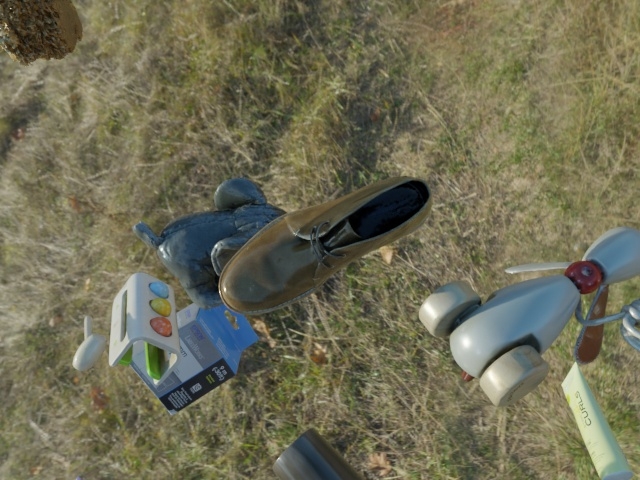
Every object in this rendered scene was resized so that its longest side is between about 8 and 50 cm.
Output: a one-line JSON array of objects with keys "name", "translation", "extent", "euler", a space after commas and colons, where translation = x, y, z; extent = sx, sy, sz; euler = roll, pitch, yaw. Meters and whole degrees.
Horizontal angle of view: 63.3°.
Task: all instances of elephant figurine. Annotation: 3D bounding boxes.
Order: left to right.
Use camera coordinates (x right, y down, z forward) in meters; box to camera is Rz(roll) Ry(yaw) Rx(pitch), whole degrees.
[{"name": "elephant figurine", "translation": [-0.118, -0.011, 0.808], "extent": [0.239, 0.186, 0.169], "euler": [-28, 88, 23]}]

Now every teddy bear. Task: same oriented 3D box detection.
[{"name": "teddy bear", "translation": [-0.433, -0.406, 0.674], "extent": [0.113, 0.338, 0.245], "euler": [-7, 58, -1]}]

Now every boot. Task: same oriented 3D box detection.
[{"name": "boot", "translation": [0.000, 0.000, 0.652], "extent": [0.305, 0.115, 0.112], "euler": [-29, 88, 2]}]

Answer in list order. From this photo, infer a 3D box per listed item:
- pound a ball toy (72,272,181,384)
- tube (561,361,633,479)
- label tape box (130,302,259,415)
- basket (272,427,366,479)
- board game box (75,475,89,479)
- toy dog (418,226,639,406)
[{"name": "pound a ball toy", "translation": [-0.428, 0.184, 1.197], "extent": [0.136, 0.208, 0.319], "euler": [-50, 30, 9]}, {"name": "tube", "translation": [0.571, 0.384, 1.097], "extent": [0.070, 0.062, 0.240], "euler": [-39, 34, 28]}, {"name": "label tape box", "translation": [-0.367, 0.326, 1.553], "extent": [0.334, 0.240, 0.106], "euler": [-32, 27, -8]}, {"name": "basket", "translation": [0.015, 0.539, 1.132], "extent": [0.154, 0.204, 0.227], "euler": [-43, 68, -11]}, {"name": "board game box", "translation": [-0.412, 0.629, 0.893], "extent": [0.078, 0.233, 0.347], "euler": [-30, 29, 59]}, {"name": "toy dog", "translation": [0.302, 0.111, 0.716], "extent": [0.334, 0.161, 0.220], "euler": [-9, 54, -2]}]
